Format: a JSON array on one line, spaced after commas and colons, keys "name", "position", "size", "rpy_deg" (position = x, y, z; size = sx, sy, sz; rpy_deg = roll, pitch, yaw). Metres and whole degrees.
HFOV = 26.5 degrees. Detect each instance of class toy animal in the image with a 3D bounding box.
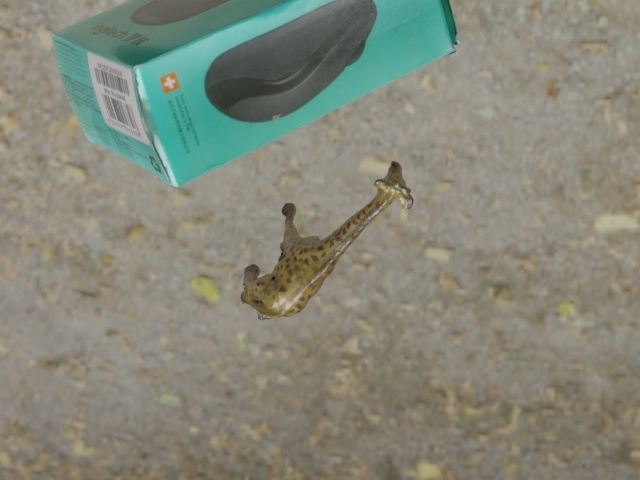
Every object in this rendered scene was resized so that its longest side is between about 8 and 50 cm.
[{"name": "toy animal", "position": [-0.003, 0.008, 1.408], "size": [0.054, 0.149, 0.275], "rpy_deg": [33, 152, -19]}]

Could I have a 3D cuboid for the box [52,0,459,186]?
[{"name": "box", "position": [-0.061, -0.181, 1.232], "size": [0.311, 0.205, 0.118], "rpy_deg": [-27, 120, -21]}]
